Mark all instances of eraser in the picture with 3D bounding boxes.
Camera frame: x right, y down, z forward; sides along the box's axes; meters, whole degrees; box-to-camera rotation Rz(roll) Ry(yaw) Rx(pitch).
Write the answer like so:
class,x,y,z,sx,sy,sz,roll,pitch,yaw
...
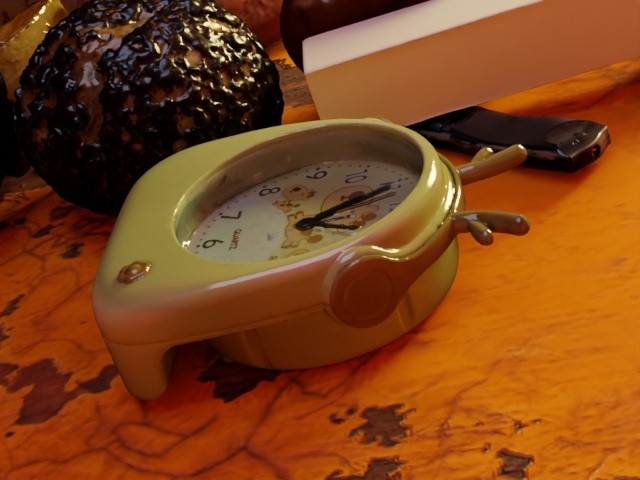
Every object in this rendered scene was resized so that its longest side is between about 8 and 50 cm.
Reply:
class,x,y,z,sx,sy,sz,roll,pitch,yaw
eraser,0.137,-0.165,1.180,0.298,0.076,0.078,-16,28,8

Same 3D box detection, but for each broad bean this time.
class,x,y,z,sx,sy,sz,roll,pitch,yaw
broad bean,0.077,-0.211,1.271,0.229,0.156,0.122,-19,33,10

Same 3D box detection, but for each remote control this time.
class,x,y,z,sx,sy,sz,roll,pitch,yaw
remote control,0.140,-0.089,1.156,0.059,0.028,0.212,-35,32,-32

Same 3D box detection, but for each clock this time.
class,x,y,z,sx,sy,sz,roll,pitch,yaw
clock,0.000,0.000,1.016,0.308,0.096,0.235,-10,29,13

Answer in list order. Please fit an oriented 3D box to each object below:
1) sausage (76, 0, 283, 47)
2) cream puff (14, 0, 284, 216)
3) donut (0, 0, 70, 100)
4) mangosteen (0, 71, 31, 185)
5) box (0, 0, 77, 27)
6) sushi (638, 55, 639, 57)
class,x,y,z,sx,sy,sz,roll,pitch,yaw
sausage,-0.117,-0.253,1.456,0.280,0.152,0.152,-27,31,-14
cream puff,-0.149,-0.129,1.233,0.239,0.164,0.239,-6,32,4
donut,-0.319,-0.179,1.471,0.190,0.074,0.174,-15,30,51
mangosteen,-0.359,-0.096,1.281,0.265,0.228,0.228,0,11,-44
box,-0.380,-0.360,1.704,0.297,0.225,0.190,-15,29,8
sushi,0.370,-0.168,1.151,0.193,0.040,0.210,-33,26,-24
